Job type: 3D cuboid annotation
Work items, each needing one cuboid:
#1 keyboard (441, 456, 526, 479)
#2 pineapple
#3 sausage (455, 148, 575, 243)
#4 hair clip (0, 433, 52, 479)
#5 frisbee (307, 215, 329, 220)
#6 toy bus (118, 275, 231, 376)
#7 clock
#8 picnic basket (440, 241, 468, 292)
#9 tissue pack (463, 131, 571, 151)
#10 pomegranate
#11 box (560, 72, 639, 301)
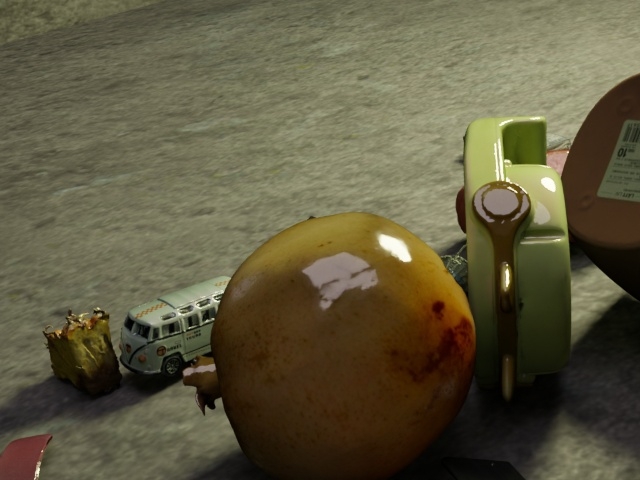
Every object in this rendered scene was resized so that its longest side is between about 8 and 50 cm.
[{"bbox_3d":[0.237,0.304,1.134,0.103,0.041,0.381,9,12,-26],"label":"keyboard"},{"bbox_3d":[-0.304,0.150,1.565,0.069,0.137,0.116,-30,76,-31],"label":"pineapple"},{"bbox_3d":[0.328,-0.058,1.764,0.254,0.148,0.148,-9,26,-1],"label":"sausage"},{"bbox_3d":[-0.349,0.263,1.411,0.054,0.022,0.137,-9,26,4],"label":"hair clip"},{"bbox_3d":[0.000,0.000,1.871,0.210,0.012,0.187,-11,25,-4],"label":"frisbee"},{"bbox_3d":[-0.174,0.110,1.589,0.193,0.089,0.087,-19,28,-36],"label":"toy bus"},{"bbox_3d":[0.232,0.034,1.438,0.117,0.286,0.348,-2,29,7],"label":"clock"},{"bbox_3d":[0.196,0.047,1.674,0.083,0.065,0.083,10,51,49],"label":"picnic basket"},{"bbox_3d":[0.337,-0.161,2.072,0.112,0.051,0.156,-21,28,-31],"label":"tissue pack"},{"bbox_3d":[0.010,0.124,1.305,0.319,0.319,0.319,-6,26,3],"label":"pomegranate"},{"bbox_3d":[0.451,-0.063,1.490,0.216,0.301,0.301,30,2,-36],"label":"box"}]
